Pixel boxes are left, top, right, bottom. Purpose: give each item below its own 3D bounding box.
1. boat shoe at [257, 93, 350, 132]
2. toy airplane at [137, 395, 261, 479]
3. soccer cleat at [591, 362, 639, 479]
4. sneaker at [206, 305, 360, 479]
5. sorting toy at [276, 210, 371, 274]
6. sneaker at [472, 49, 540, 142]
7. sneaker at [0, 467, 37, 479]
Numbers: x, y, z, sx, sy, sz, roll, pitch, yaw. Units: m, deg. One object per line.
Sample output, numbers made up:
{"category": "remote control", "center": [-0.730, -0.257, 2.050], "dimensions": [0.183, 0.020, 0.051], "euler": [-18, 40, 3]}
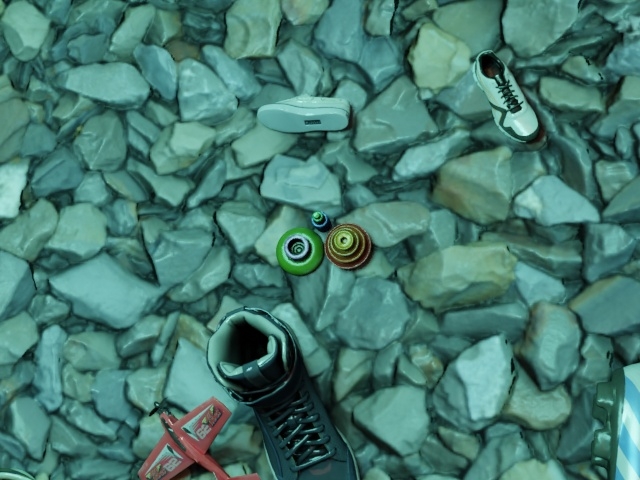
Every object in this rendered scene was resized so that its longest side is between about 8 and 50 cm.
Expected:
{"category": "boat shoe", "center": [-0.017, -0.139, 1.364], "dimensions": [0.100, 0.035, 0.035], "euler": [0, 49, 14]}
{"category": "toy airplane", "center": [-0.115, 0.216, 1.273], "dimensions": [0.151, 0.028, 0.151], "euler": [10, 111, 28]}
{"category": "soccer cleat", "center": [0.313, 0.274, 1.157], "dimensions": [0.143, 0.116, 0.331], "euler": [3, 77, 11]}
{"category": "sneaker", "center": [-0.035, 0.167, 1.225], "dimensions": [0.086, 0.163, 0.226], "euler": [-27, 75, 2]}
{"category": "sorting toy", "center": [0.000, 0.000, 1.319], "dimensions": [0.102, 0.042, 0.061], "euler": [-6, 76, 9]}
{"category": "sneaker", "center": [0.189, -0.148, 1.320], "dimensions": [0.040, 0.044, 0.109], "euler": [-32, 75, -1]}
{"category": "sneaker", "center": [-0.266, 0.286, 1.276], "dimensions": [0.192, 0.086, 0.064], "euler": [28, 83, 15]}
